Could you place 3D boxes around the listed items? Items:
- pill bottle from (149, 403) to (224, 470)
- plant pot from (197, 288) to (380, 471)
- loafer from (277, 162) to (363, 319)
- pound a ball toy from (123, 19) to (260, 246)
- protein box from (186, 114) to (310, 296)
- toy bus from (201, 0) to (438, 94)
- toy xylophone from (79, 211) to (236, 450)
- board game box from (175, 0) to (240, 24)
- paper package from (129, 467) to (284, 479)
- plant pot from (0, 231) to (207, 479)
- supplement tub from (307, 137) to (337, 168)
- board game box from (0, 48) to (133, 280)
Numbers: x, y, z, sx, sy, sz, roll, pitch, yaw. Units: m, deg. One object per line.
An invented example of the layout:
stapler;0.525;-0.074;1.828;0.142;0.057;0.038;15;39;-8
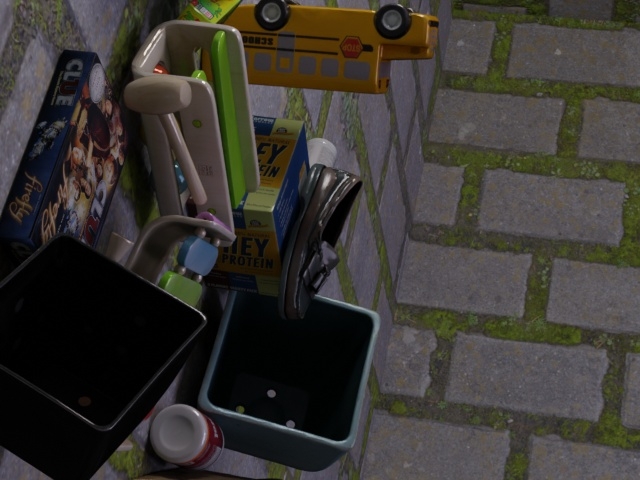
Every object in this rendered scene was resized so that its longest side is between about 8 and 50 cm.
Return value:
pill bottle;-0.191;0.294;1.978;0.152;0.086;0.086;59;39;-71
plant pot;-0.069;0.241;2.178;0.252;0.248;0.247;114;-9;-59
loafer;0.000;0.000;2.053;0.096;0.084;0.267;77;24;-60
pound a ball toy;-0.182;-0.127;1.690;0.319;0.136;0.208;84;20;-43
protein box;-0.102;-0.056;2.080;0.201;0.136;0.200;82;19;-49
toy bus;0.000;-0.287;1.965;0.108;0.333;0.130;-27;122;-75
toy xylophone;-0.221;0.103;1.611;0.322;0.081;0.236;-66;167;5
board game box;-0.158;-0.299;1.808;0.092;0.043;0.181;-45;-172;29
paper package;-0.179;0.508;1.961;0.309;0.168;0.325;23;75;-77
plant pot;-0.253;0.138;1.367;0.188;0.187;0.167;-50;165;-45
supplement tub;-0.011;-0.140;2.604;0.071;0.071;0.107;85;18;-44
board game box;-0.279;-0.066;1.491;0.165;0.042;0.243;76;24;-59
